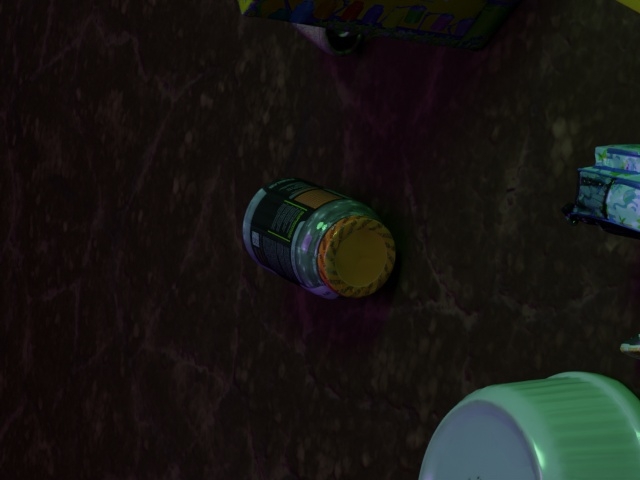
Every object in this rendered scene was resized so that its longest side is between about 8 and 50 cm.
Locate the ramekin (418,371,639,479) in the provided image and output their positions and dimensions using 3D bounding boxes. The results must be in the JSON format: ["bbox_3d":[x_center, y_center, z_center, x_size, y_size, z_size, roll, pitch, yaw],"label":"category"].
[{"bbox_3d":[0.197,0.253,1.814,0.273,0.127,0.273,-16,72,58],"label":"ramekin"}]

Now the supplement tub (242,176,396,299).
[{"bbox_3d":[0.000,0.000,2.215,0.190,0.117,0.117,26,108,59],"label":"supplement tub"}]

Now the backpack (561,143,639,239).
[{"bbox_3d":[0.291,-0.041,1.720,0.114,0.105,0.084,24,107,54],"label":"backpack"}]

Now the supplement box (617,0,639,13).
[{"bbox_3d":[0.351,-0.269,1.626,0.191,0.129,0.194,43,123,55],"label":"supplement box"}]

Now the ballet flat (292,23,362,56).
[{"bbox_3d":[0.063,-0.331,2.196,0.106,0.107,0.316,56,141,27],"label":"ballet flat"}]

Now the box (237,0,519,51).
[{"bbox_3d":[0.088,-0.356,1.941,0.279,0.290,0.177,-51,44,44],"label":"box"}]

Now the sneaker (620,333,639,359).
[{"bbox_3d":[0.305,0.087,1.757,0.083,0.032,0.037,-14,60,54],"label":"sneaker"}]
